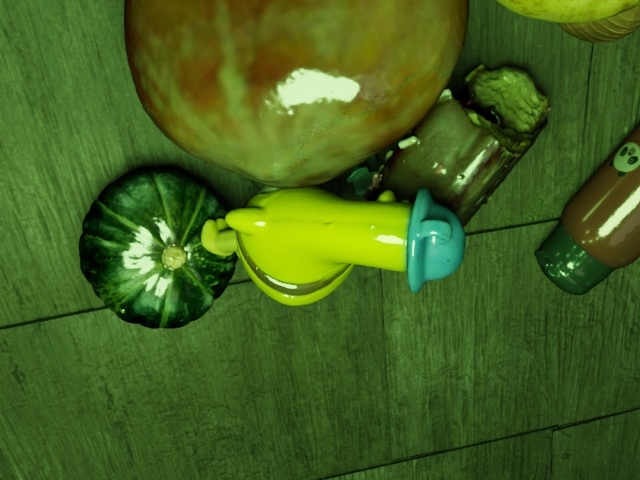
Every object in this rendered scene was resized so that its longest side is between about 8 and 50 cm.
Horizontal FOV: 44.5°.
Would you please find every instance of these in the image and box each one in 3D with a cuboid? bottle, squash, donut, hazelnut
[{"bbox_3d":[0.465,-0.061,1.181,0.144,0.144,0.336,27,116,-27],"label":"bottle"},{"bbox_3d":[-0.215,0.011,1.042,0.218,0.172,0.218,0,90,-36],"label":"squash"},{"bbox_3d":[0.166,-0.088,1.010,0.136,0.345,0.259,41,123,8],"label":"donut"},{"bbox_3d":[-0.021,-0.233,0.829,0.366,0.365,0.365,-6,124,-9],"label":"hazelnut"}]

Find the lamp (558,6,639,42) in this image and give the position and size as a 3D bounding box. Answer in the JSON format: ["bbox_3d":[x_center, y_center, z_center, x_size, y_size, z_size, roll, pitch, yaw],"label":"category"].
[{"bbox_3d":[0.359,-0.318,0.989,0.137,0.136,0.136,-6,124,-9],"label":"lamp"}]

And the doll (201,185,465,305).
[{"bbox_3d":[0.000,0.000,0.871,0.200,0.363,0.145,13,79,-40],"label":"doll"}]

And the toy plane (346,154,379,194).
[{"bbox_3d":[0.021,-0.156,1.069,0.096,0.060,0.235,-30,121,-9],"label":"toy plane"}]

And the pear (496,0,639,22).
[{"bbox_3d":[0.273,-0.384,0.815,0.315,0.314,0.314,-6,124,-9],"label":"pear"}]
